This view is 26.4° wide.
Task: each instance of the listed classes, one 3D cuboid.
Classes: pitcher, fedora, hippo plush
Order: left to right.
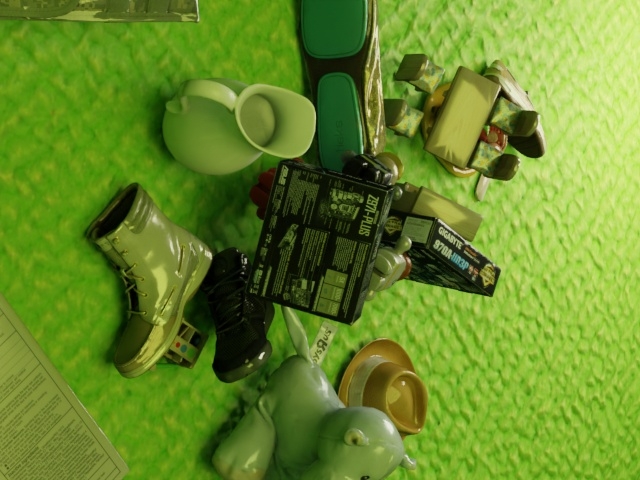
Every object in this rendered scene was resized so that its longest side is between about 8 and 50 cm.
[{"bbox_3d":[-0.133,-0.156,1.724,0.177,0.207,0.126,25,75,-33],"label":"pitcher"},{"bbox_3d":[0.026,0.285,1.898,0.234,0.236,0.294,30,85,-50],"label":"hippo plush"},{"bbox_3d":[0.111,0.248,2.114,0.194,0.079,0.194,-9,103,-44],"label":"fedora"}]

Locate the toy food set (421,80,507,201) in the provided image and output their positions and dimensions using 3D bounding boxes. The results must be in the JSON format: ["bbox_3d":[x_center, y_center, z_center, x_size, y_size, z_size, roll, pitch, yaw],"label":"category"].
[{"bbox_3d":[0.252,-0.166,2.195,0.218,0.071,0.128,43,67,-40],"label":"toy food set"}]

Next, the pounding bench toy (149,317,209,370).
[{"bbox_3d":[-0.198,0.148,1.816,0.065,0.052,0.083,40,69,-41],"label":"pounding bench toy"}]

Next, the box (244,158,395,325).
[{"bbox_3d":[0.000,0.000,1.753,0.077,0.147,0.180,-27,132,-79],"label":"box"}]

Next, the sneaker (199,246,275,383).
[{"bbox_3d":[-0.120,0.095,1.807,0.130,0.087,0.227,61,15,-21],"label":"sneaker"}]

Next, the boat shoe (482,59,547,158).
[{"bbox_3d":[0.331,-0.221,2.273,0.190,0.068,0.072,54,48,-34],"label":"boat shoe"}]

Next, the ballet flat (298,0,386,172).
[{"bbox_3d":[0.038,-0.257,1.958,0.123,0.123,0.349,-14,105,-42],"label":"ballet flat"}]

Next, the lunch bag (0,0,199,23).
[{"bbox_3d":[-0.290,-0.370,1.573,0.287,0.169,0.235,-6,104,-36],"label":"lunch bag"}]

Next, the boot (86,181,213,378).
[{"bbox_3d":[-0.240,0.051,1.744,0.165,0.077,0.213,47,59,-38],"label":"boot"}]

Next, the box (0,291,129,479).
[{"bbox_3d":[-0.375,0.197,1.582,0.148,0.121,0.311,-45,119,-30],"label":"box"}]

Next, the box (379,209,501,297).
[{"bbox_3d":[0.143,0.015,2.024,0.220,0.175,0.051,33,72,-50],"label":"box"}]

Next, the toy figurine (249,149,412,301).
[{"bbox_3d":[0.021,-0.016,1.875,0.148,0.209,0.213,-12,90,-72],"label":"toy figurine"}]

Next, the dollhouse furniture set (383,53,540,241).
[{"bbox_3d":[0.199,-0.135,2.035,0.212,0.161,0.242,25,88,-19],"label":"dollhouse furniture set"}]
